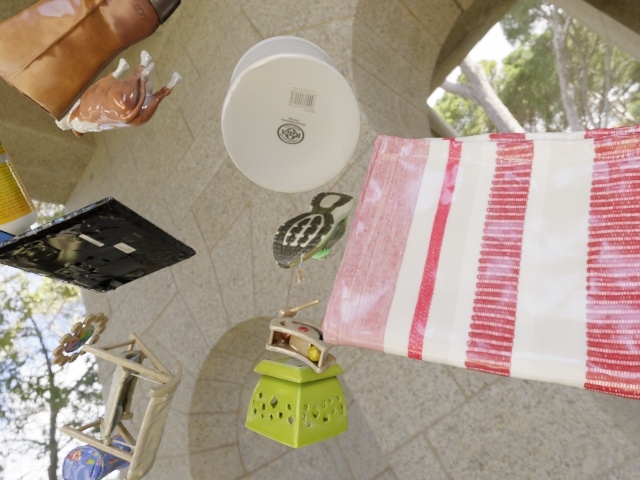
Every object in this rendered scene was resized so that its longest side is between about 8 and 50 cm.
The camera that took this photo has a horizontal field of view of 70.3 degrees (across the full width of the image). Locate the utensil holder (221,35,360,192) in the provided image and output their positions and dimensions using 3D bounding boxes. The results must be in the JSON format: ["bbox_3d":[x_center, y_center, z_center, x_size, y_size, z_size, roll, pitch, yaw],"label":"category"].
[{"bbox_3d":[-0.079,-0.324,1.141,0.328,0.385,0.327,-2,-62,-4],"label":"utensil holder"}]

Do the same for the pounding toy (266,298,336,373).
[{"bbox_3d":[-0.061,0.253,1.317,0.154,0.269,0.154,1,-74,-42],"label":"pounding toy"}]

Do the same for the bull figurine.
[{"bbox_3d":[-0.434,-0.299,0.958,0.188,0.310,0.101,-61,-38,-20],"label":"bull figurine"}]

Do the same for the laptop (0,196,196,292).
[{"bbox_3d":[-0.356,-0.017,0.638,0.264,0.136,0.234,-22,-19,2],"label":"laptop"}]

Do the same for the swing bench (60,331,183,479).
[{"bbox_3d":[-0.477,0.410,1.143,0.165,0.255,0.253,0,-68,-67],"label":"swing bench"}]

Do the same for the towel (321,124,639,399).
[{"bbox_3d":[0.177,0.000,0.395,0.329,0.237,0.037,4,-27,27],"label":"towel"}]

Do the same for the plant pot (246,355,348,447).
[{"bbox_3d":[-0.065,0.458,1.351,0.228,0.207,0.227,-2,-6,42],"label":"plant pot"}]

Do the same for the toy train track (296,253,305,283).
[{"bbox_3d":[-0.045,0.070,1.131,0.014,0.083,0.048,-3,-35,13],"label":"toy train track"}]

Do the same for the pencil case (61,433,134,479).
[{"bbox_3d":[-0.705,0.710,1.476,0.133,0.119,0.306,11,-16,2],"label":"pencil case"}]

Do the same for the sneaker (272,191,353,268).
[{"bbox_3d":[0.000,0.000,1.394,0.410,0.158,0.182,-45,-44,-50],"label":"sneaker"}]

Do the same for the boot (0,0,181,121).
[{"bbox_3d":[-0.399,-0.361,0.674,0.280,0.096,0.264,-47,-70,-9],"label":"boot"}]

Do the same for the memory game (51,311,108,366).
[{"bbox_3d":[-0.681,0.282,1.294,0.186,0.012,0.186,-53,-10,-13],"label":"memory game"}]

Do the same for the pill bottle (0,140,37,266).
[{"bbox_3d":[-0.554,-0.066,0.756,0.118,0.117,0.208,-21,-67,-16],"label":"pill bottle"}]
